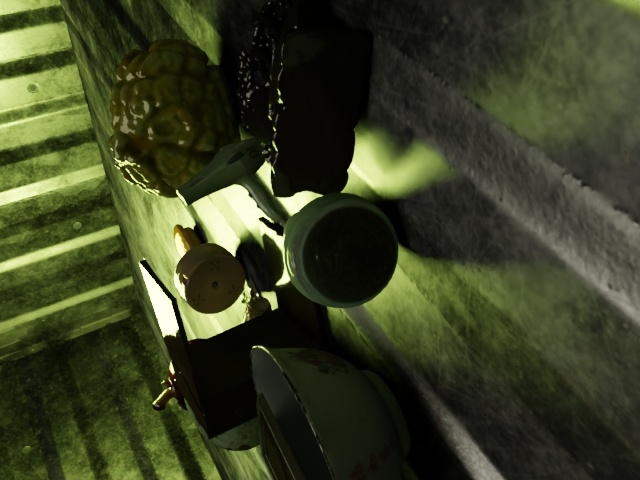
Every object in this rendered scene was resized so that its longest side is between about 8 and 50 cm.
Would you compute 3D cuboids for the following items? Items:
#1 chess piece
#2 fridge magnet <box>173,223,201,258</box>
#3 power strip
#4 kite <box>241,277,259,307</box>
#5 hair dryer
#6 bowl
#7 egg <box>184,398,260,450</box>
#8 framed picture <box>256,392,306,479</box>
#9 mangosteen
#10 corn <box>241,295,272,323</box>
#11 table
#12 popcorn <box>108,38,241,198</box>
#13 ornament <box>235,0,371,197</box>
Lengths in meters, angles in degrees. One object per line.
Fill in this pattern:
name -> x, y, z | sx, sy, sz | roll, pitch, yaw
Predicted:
chess piece -> 0.000, 0.000, 0.862 | 0.271, 0.139, 0.139 | -153, 46, -75
fridge magnet -> -0.367, 0.018, 1.764 | 0.143, 0.063, 0.143 | 50, 152, 38
power strip -> -0.249, 0.087, 1.445 | 0.078, 0.154, 0.154 | 34, 139, 51
kite -> -0.139, 0.192, 1.465 | 0.229, 0.012, 0.250 | 40, 145, 52
hair dryer -> -0.133, -0.059, 1.024 | 0.199, 0.167, 0.067 | 65, 163, 10
bowl -> 0.033, 0.290, 0.951 | 0.345, 0.157, 0.345 | 54, 155, 39
egg -> -0.203, 0.361, 1.398 | 0.231, 0.169, 0.169 | 44, 162, -14
framed picture -> -0.050, 0.393, 1.025 | 0.213, 0.016, 0.289 | 58, 160, 30
mangosteen -> -0.376, 0.418, 1.870 | 0.235, 0.261, 0.235 | 48, 152, 38
corn -> -0.139, 0.200, 1.359 | 0.079, 0.079, 0.237 | 55, 154, 31
table -> -0.147, 0.143, 1.125 | 0.196, 0.250, 0.282 | 36, 141, 54
popcorn -> -0.258, -0.209, 1.121 | 0.270, 0.224, 0.258 | 104, 157, -67
ornament -> -0.047, -0.209, 0.810 | 0.260, 0.106, 0.251 | -119, 29, -41
